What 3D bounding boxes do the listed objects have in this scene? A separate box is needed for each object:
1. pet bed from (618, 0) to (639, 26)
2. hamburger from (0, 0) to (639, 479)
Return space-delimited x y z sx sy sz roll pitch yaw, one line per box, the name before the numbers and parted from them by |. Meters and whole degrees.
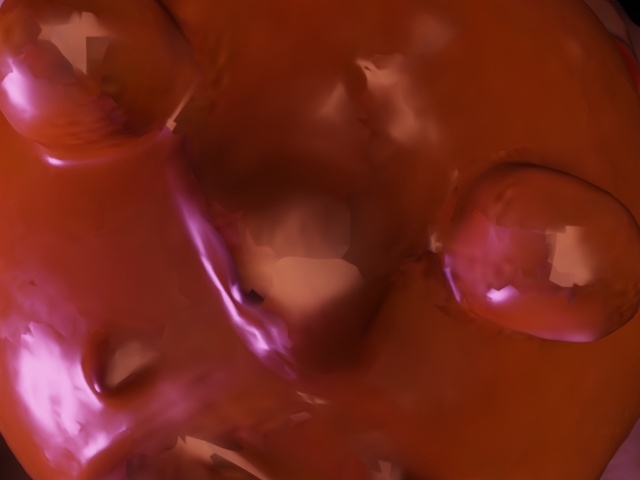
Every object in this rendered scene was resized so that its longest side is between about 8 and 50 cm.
pet bed | 0.140 -0.169 0.535 0.159 0.211 0.183 -38 91 8
hamburger | 0.000 0.000 0.550 0.277 0.237 0.276 0 96 4
